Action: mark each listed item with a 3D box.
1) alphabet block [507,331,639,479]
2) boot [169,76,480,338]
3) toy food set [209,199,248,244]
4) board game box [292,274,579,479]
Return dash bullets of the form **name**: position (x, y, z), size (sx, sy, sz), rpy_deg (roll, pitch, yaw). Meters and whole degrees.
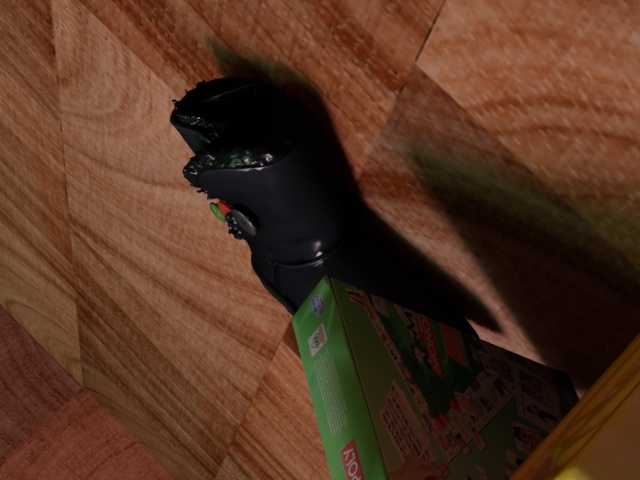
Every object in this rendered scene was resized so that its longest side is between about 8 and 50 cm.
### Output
- **alphabet block**: position (0.217, 0.132, 0.654), size (0.197, 0.192, 0.193), rpy_deg (44, 159, 9)
- **boot**: position (0.000, 0.000, 0.982), size (0.246, 0.094, 0.207), rpy_deg (38, 164, 40)
- **toy food set**: position (-0.063, -0.018, 1.195), size (0.083, 0.020, 0.082), rpy_deg (45, 161, 3)
- **board game box**: position (0.106, 0.169, 0.794), size (0.213, 0.046, 0.317), rpy_deg (23, -150, -28)
